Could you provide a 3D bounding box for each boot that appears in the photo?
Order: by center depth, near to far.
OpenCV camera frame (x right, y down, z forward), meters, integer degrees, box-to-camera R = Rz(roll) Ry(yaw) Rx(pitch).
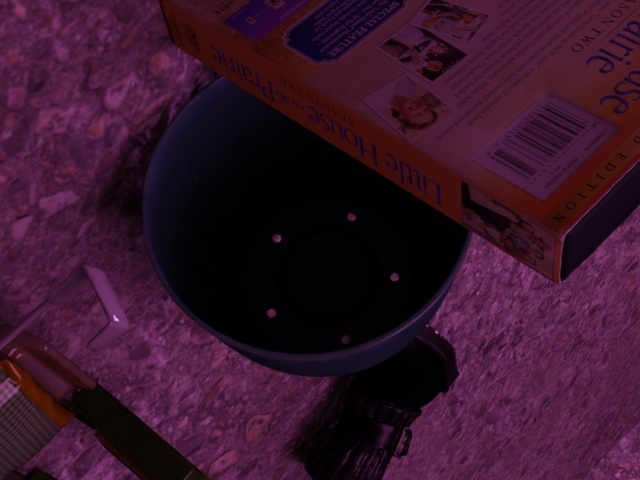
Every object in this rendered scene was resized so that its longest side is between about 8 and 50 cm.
[{"bbox_3d":[0.069,0.228,1.464,0.260,0.131,0.348,-49,149,-10],"label":"boot"}]

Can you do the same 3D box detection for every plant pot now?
[{"bbox_3d":[0.000,0.000,1.015,0.293,0.293,0.235,-48,163,-12],"label":"plant pot"}]

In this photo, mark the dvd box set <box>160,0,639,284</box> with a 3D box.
[{"bbox_3d":[0.118,-0.177,0.858,0.307,0.420,0.062,-42,147,-23],"label":"dvd box set"}]

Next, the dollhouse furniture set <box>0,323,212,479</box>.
[{"bbox_3d":[-0.246,0.227,0.957,0.197,0.151,0.301,-48,159,-12],"label":"dollhouse furniture set"}]

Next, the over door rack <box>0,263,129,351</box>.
[{"bbox_3d":[-0.328,0.066,0.699,0.324,0.108,0.239,-28,156,21],"label":"over door rack"}]
